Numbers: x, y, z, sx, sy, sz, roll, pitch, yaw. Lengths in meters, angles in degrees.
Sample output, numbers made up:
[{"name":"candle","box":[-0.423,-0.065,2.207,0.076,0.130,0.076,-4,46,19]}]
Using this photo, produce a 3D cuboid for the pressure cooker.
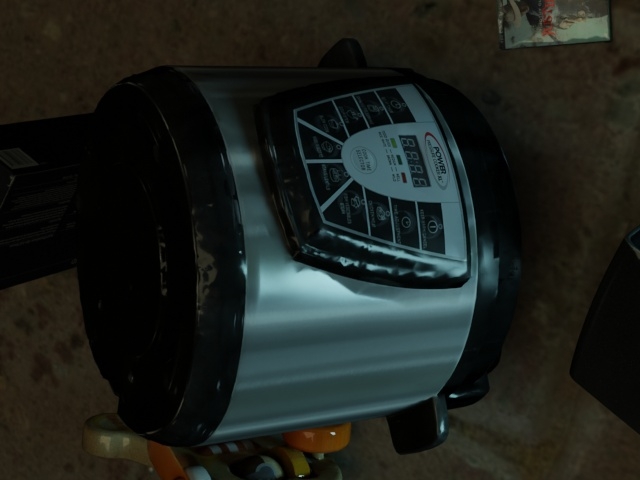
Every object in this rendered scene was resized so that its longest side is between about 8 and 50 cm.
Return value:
[{"name":"pressure cooker","box":[-0.003,0.000,1.173,0.375,0.420,0.370,43,129,52]}]

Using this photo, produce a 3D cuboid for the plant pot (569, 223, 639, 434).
[{"name":"plant pot","box":[0.345,0.089,1.094,0.188,0.187,0.167,41,124,16]}]

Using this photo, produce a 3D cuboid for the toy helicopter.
[{"name":"toy helicopter","box":[-0.147,0.274,1.393,0.355,0.235,0.140,10,105,26]}]

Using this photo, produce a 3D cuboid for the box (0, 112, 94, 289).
[{"name":"box","box":[-0.350,-0.048,1.420,0.103,0.261,0.184,36,114,17]}]

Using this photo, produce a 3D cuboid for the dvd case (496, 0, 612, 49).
[{"name":"dvd case","box":[0.241,-0.246,1.210,0.119,0.013,0.087,1,101,28]}]
